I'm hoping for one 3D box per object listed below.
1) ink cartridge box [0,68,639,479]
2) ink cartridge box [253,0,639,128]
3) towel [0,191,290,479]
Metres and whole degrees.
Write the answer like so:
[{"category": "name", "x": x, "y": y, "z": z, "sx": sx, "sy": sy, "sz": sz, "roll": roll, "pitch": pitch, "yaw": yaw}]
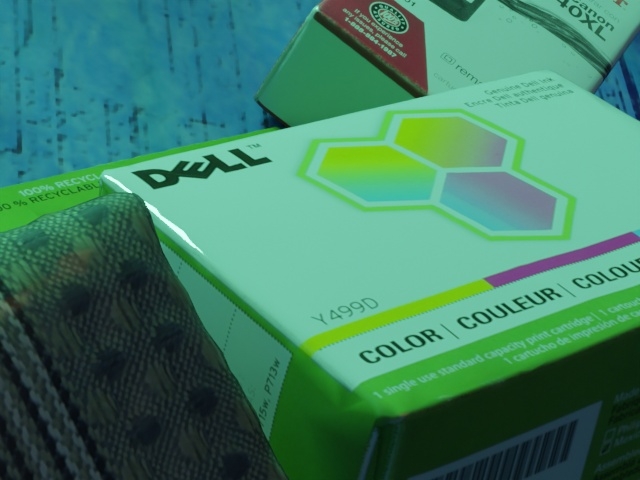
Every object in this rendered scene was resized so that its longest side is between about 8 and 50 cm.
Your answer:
[{"category": "ink cartridge box", "x": 0.000, "y": 0.000, "z": 0.576, "sx": 0.188, "sy": 0.097, "sz": 0.255, "roll": -16, "pitch": 40, "yaw": -37}, {"category": "ink cartridge box", "x": 0.060, "y": -0.079, "z": 0.762, "sx": 0.109, "sy": 0.063, "sz": 0.150, "roll": 37, "pitch": 45, "yaw": 2}, {"category": "towel", "x": -0.098, "y": 0.186, "z": 0.372, "sx": 0.312, "sy": 0.056, "sz": 0.324, "roll": -27, "pitch": 93, "yaw": -34}]
